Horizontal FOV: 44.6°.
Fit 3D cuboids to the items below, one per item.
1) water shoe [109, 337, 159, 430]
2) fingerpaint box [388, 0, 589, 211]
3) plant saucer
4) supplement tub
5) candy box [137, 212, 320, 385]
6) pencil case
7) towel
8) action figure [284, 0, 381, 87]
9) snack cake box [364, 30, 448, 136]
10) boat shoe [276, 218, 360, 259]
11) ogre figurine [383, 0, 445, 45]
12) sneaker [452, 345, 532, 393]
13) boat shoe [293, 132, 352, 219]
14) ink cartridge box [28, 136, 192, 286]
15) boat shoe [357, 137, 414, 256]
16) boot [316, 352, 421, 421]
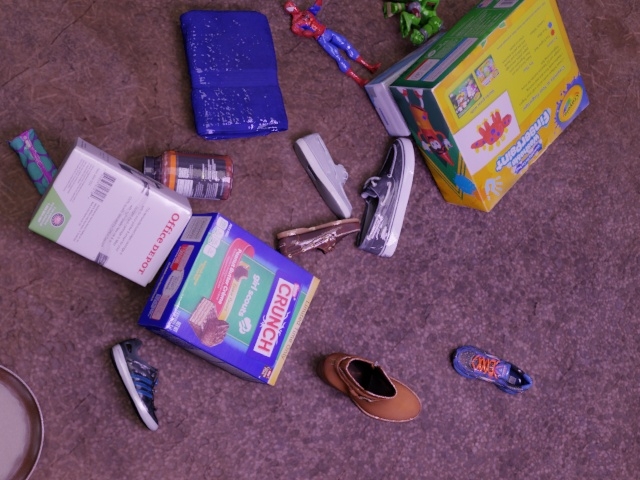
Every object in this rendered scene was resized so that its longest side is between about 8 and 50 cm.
[{"bbox_3d":[-0.379,0.307,1.679,0.080,0.073,0.203,-25,89,-22],"label":"water shoe"},{"bbox_3d":[0.427,-0.358,1.925,0.445,0.163,0.371,-45,124,-19],"label":"fingerpaint box"},{"bbox_3d":[-0.720,0.394,1.570,0.310,0.050,0.311,3,80,-17],"label":"plant saucer"},{"bbox_3d":[-0.301,-0.149,1.766,0.197,0.106,0.106,4,79,-16],"label":"supplement tub"},{"bbox_3d":[-0.188,0.131,1.685,0.317,0.122,0.268,36,69,-37],"label":"candy box"},{"bbox_3d":[-0.610,-0.164,1.692,0.064,0.070,0.152,-33,92,-20],"label":"pencil case"},{"bbox_3d":[-0.210,-0.393,1.860,0.227,0.076,0.309,-6,82,-25],"label":"towel"},{"bbox_3d":[0.031,-0.509,1.921,0.280,0.139,0.091,37,72,-5],"label":"action figure"},{"bbox_3d":[0.257,-0.396,1.970,0.264,0.089,0.152,-38,110,-19],"label":"snack cake box"},{"bbox_3d":[0.000,0.000,1.850,0.206,0.073,0.073,-14,78,-9],"label":"boat shoe"},{"bbox_3d":[0.244,-0.583,2.013,0.118,0.097,0.197,-12,40,-24],"label":"ogre figurine"},{"bbox_3d":[0.427,0.314,1.919,0.221,0.087,0.083,20,74,-13],"label":"sneaker"},{"bbox_3d":[0.024,-0.160,1.882,0.081,0.079,0.228,-31,87,-15],"label":"boat shoe"},{"bbox_3d":[-0.439,-0.058,1.646,0.272,0.115,0.198,30,98,-22],"label":"ink cartridge box"},{"bbox_3d":[0.151,-0.114,1.906,0.102,0.108,0.302,14,84,-16],"label":"boat shoe"},{"bbox_3d":[0.137,0.330,1.755,0.283,0.220,0.109,34,72,-9],"label":"boot"}]
